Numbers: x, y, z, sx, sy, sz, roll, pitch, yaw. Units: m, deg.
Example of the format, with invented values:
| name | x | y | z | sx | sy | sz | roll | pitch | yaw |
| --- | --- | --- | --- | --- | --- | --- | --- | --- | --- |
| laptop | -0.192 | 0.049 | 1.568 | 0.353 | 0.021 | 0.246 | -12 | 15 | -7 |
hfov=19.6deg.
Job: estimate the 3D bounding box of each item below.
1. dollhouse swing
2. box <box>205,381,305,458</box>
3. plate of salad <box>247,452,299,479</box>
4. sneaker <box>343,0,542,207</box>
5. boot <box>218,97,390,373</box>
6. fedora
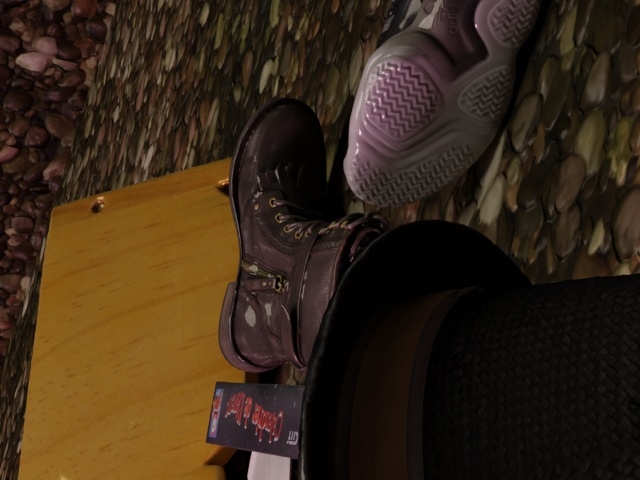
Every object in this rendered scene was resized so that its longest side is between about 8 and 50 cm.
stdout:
| name | x | y | z | sx | sy | sz | roll | pitch | yaw |
| --- | --- | --- | --- | --- | --- | --- | --- | --- | --- |
| dollhouse swing | -0.132 | 0.165 | 1.840 | 0.315 | 0.305 | 0.347 | -14 | 56 | 25 |
| box | 0.035 | 0.122 | 1.146 | 0.233 | 0.159 | 0.044 | 169 | 112 | -72 |
| plate of salad | -0.032 | 0.222 | 1.496 | 0.200 | 0.048 | 0.200 | -173 | 90 | -83 |
| sneaker | 0.084 | -0.161 | 1.295 | 0.153 | 0.101 | 0.268 | -113 | 44 | -64 |
| boot | 0.000 | 0.000 | 1.507 | 0.229 | 0.091 | 0.263 | 169 | 108 | -66 |
| fedora | 0.130 | 0.135 | 0.756 | 0.152 | 0.334 | 0.334 | -21 | 52 | 30 |
